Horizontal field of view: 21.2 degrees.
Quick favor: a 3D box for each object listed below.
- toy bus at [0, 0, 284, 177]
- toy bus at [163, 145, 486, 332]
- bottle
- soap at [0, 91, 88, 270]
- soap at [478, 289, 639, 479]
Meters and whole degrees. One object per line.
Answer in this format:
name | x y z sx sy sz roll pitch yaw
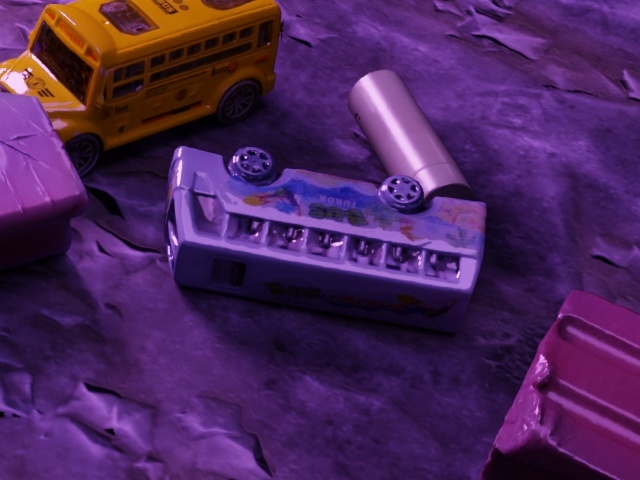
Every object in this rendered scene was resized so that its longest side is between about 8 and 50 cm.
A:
toy bus | -0.205 -0.192 1.861 0.330 0.152 0.144 -23 54 -35
toy bus | 0.000 0.000 1.744 0.329 0.109 0.136 10 52 -4
bottle | 0.098 -0.102 1.905 0.072 0.072 0.201 -7 45 -23
soap | -0.411 -0.048 1.640 0.324 0.109 0.193 -18 66 -30
soap | 0.346 0.215 1.575 0.359 0.128 0.233 26 41 13
